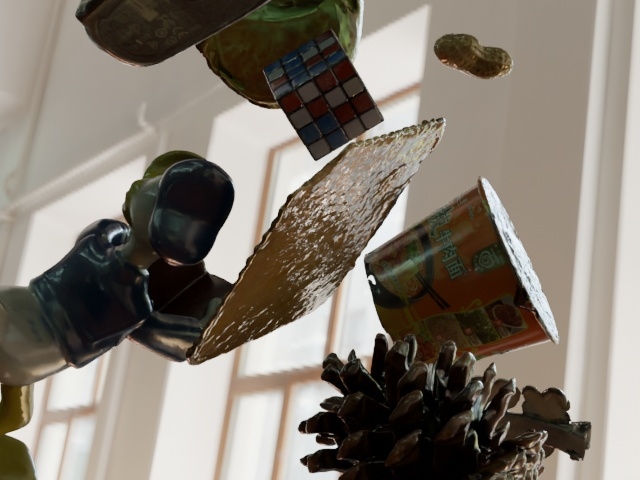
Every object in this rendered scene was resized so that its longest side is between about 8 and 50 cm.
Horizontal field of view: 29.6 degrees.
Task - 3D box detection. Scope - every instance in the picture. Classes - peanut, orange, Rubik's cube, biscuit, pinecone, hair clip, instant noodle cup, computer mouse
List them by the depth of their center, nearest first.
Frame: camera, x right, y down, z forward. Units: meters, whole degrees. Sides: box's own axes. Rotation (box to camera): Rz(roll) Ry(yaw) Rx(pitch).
[{"bbox_3d":[0.000,0.000,1.005,0.013,0.232,0.237,42,28,15],"label":"biscuit"},{"bbox_3d":[0.098,0.207,1.197,0.264,0.264,0.264,8,-18,3],"label":"pinecone"},{"bbox_3d":[0.003,-0.161,1.342,0.092,0.092,0.092,-30,-58,5],"label":"Rubik's cube"},{"bbox_3d":[0.170,0.058,1.521,0.182,0.230,0.230,-24,-27,13],"label":"instant noodle cup"},{"bbox_3d":[0.258,0.236,1.546,0.172,0.116,0.049,10,16,22],"label":"hair clip"},{"bbox_3d":[-0.164,-0.369,1.593,0.374,0.114,0.203,-28,-46,27],"label":"computer mouse"},{"bbox_3d":[0.208,-0.250,1.648,0.113,0.054,0.054,18,-19,-8],"label":"peanut"},{"bbox_3d":[-0.050,-0.386,2.014,0.262,0.335,0.196,-3,1,32],"label":"orange"}]

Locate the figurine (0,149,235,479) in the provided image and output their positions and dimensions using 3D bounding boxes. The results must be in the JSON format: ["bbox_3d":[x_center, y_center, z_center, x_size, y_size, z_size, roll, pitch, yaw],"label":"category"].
[{"bbox_3d":[-0.158,0.050,1.032,0.283,0.205,0.338,-7,-27,-48],"label":"figurine"}]
